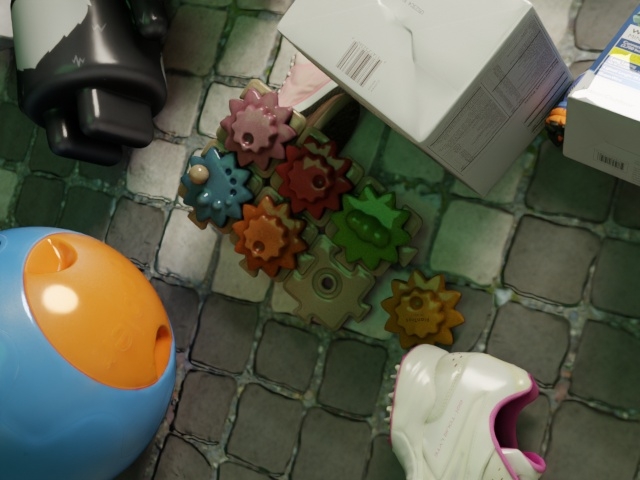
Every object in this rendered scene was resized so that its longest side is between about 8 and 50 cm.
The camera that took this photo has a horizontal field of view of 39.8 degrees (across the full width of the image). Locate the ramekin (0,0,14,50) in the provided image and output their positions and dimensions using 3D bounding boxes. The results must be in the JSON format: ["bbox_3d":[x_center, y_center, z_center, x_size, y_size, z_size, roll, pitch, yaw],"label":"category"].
[{"bbox_3d":[-0.460,-0.339,1.157,0.109,0.207,0.207,-16,73,32],"label":"ramekin"}]

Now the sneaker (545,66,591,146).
[{"bbox_3d":[0.319,-0.110,0.798,0.221,0.083,0.087,18,80,24],"label":"sneaker"}]

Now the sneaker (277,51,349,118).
[{"bbox_3d":[-0.028,-0.164,0.993,0.134,0.051,0.070,-31,66,14],"label":"sneaker"}]

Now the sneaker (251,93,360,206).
[{"bbox_3d":[-0.037,-0.096,0.973,0.071,0.066,0.188,43,99,26],"label":"sneaker"}]

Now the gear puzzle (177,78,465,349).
[{"bbox_3d":[0.000,0.000,0.909,0.339,0.044,0.175,41,109,10],"label":"gear puzzle"}]

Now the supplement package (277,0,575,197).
[{"bbox_3d":[0.107,-0.173,0.842,0.194,0.203,0.149,44,100,27],"label":"supplement package"}]

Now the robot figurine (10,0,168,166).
[{"bbox_3d":[-0.279,-0.234,1.057,0.209,0.173,0.278,-10,74,-4],"label":"robot figurine"}]

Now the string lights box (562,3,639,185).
[{"bbox_3d":[0.327,-0.156,0.742,0.133,0.077,0.260,27,64,28],"label":"string lights box"}]

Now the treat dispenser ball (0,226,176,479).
[{"bbox_3d":[-0.297,0.129,0.928,0.288,0.288,0.288,-5,77,25],"label":"treat dispenser ball"}]

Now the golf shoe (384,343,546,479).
[{"bbox_3d":[0.129,0.249,0.800,0.140,0.115,0.306,0,81,22],"label":"golf shoe"}]
